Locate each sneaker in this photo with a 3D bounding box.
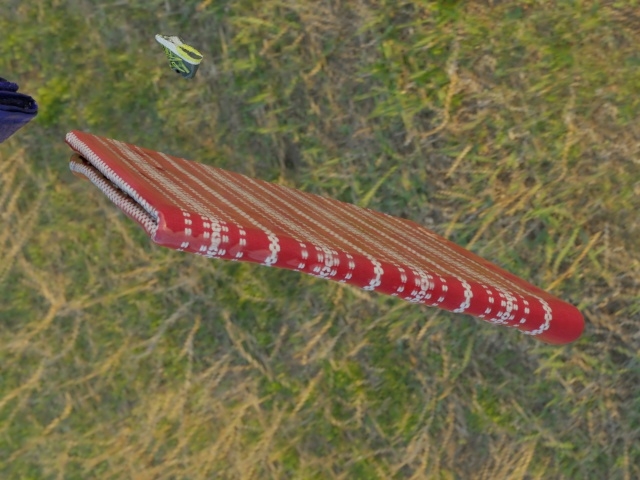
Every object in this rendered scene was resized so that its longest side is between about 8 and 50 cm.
[{"bbox_3d":[-0.172,-0.218,1.185,0.083,0.031,0.035,40,122,39],"label":"sneaker"}]

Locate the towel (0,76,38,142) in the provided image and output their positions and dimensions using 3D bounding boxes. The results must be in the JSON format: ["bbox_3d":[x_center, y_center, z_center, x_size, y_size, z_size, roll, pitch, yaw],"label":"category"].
[{"bbox_3d":[-0.541,-0.108,1.315,0.308,0.227,0.076,-34,90,13],"label":"towel"}]

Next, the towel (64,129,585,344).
[{"bbox_3d":[0.000,0.000,0.592,0.199,0.274,0.031,32,105,58],"label":"towel"}]
